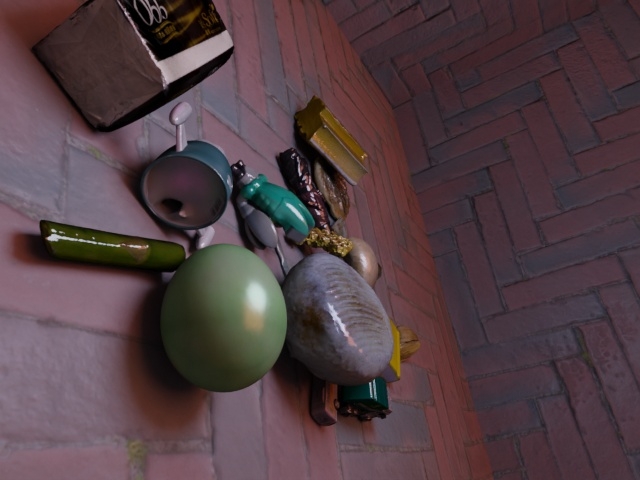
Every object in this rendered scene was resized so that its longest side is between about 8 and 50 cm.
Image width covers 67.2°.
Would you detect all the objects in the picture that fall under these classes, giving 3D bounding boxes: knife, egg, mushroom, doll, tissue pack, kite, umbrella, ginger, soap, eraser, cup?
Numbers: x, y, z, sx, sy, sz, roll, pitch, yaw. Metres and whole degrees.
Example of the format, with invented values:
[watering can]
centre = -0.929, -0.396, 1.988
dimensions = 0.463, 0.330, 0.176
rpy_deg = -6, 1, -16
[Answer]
[knife]
centre = -0.100, 0.068, 1.343
dimensions = 0.028, 0.015, 0.211
rpy_deg = -12, 83, -74
[egg]
centre = -0.172, 0.133, 0.862
dimensions = 0.220, 0.220, 0.270
rpy_deg = 40, 25, -49
[mushroom]
centre = 0.076, 0.089, 1.528
dimensions = 0.204, 0.204, 0.204
rpy_deg = 48, 30, -41
[doll]
centre = -0.135, -0.090, 1.271
dimensions = 0.194, 0.153, 0.258
rpy_deg = -12, 64, -49
[tissue pack]
centre = -0.333, -0.381, 0.963
dimensions = 0.198, 0.209, 0.370
rpy_deg = 56, 25, -21
[kite]
centre = 0.088, 0.015, 1.777
dimensions = 0.250, 0.012, 0.230
rpy_deg = 30, 54, -51
[umbrella]
centre = -0.043, -0.142, 1.555
dimensions = 0.090, 0.094, 0.326
rpy_deg = -25, 93, -40
[ginger]
centre = 0.316, 0.401, 1.911
dimensions = 0.193, 0.115, 0.123
rpy_deg = 8, 41, -56
[soap]
centre = 0.044, -0.369, 1.811
dimensions = 0.281, 0.143, 0.259
rpy_deg = 42, 20, -37
[eraser]
centre = 0.231, 0.382, 1.744
dimensions = 0.158, 0.069, 0.226
rpy_deg = 57, 26, -30
[cup]
centre = -0.258, -0.129, 0.985
dimensions = 0.173, 0.167, 0.300
rpy_deg = -90, 177, -60

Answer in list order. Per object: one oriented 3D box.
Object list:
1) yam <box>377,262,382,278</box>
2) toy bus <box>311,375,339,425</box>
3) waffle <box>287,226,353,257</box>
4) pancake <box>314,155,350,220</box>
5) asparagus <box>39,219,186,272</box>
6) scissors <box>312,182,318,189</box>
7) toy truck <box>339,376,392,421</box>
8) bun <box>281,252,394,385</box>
[yam]
centre = 0.158, 0.091, 1.753
dimensions = 0.259, 0.093, 0.093
rpy_deg = 37, 37, -66
[toy bus]
centre = 0.013, 0.392, 1.265
dimensions = 0.072, 0.057, 0.172
rpy_deg = 48, 28, -33
[waffle]
centre = -0.001, 0.003, 1.438
dimensions = 0.149, 0.193, 0.051
rpy_deg = -24, 133, -63
[pancake]
centre = 0.048, -0.203, 1.860
dimensions = 0.282, 0.048, 0.283
rpy_deg = 54, 24, -39
[asparagus]
centre = -0.336, 0.016, 0.797
dimensions = 0.277, 0.067, 0.060
rpy_deg = 15, 84, -58
[scissors]
centre = -0.038, -0.210, 1.727
dimensions = 0.189, 0.015, 0.100
rpy_deg = 37, 40, -55
[toy truck]
centre = 0.125, 0.443, 1.377
dimensions = 0.253, 0.123, 0.114
rpy_deg = 45, 36, -50
[bun]
centre = 0.029, 0.210, 1.227
dimensions = 0.362, 0.211, 0.362
rpy_deg = 43, 20, -20
